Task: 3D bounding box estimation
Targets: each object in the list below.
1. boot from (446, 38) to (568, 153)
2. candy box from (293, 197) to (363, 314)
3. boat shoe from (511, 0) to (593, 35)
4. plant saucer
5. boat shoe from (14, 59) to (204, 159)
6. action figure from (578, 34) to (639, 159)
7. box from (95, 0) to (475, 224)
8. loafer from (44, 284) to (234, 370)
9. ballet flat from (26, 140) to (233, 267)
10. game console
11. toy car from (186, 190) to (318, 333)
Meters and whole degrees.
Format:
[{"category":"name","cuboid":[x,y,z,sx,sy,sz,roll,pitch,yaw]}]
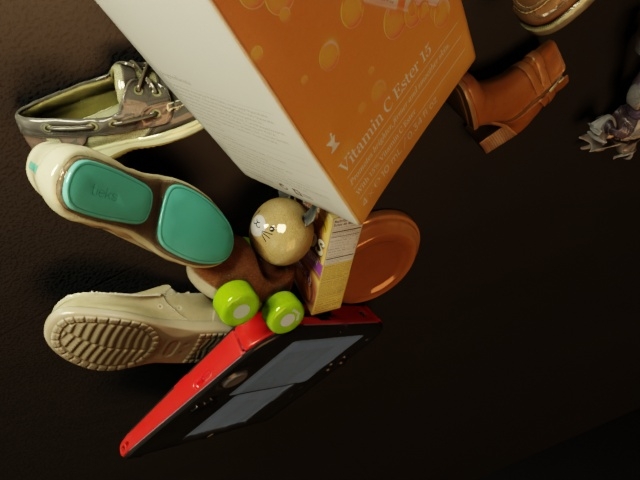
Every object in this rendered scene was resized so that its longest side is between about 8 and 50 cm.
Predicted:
[{"category":"boot","cuboid":[0.248,-0.210,0.793,0.152,0.073,0.197,-40,153,13]},{"category":"candy box","cuboid":[0.000,0.000,0.825,0.053,0.109,0.187,-11,137,-24]},{"category":"boat shoe","cuboid":[0.288,-0.374,0.622,0.104,0.111,0.307,16,112,-39]},{"category":"plant saucer","cuboid":[0.078,0.037,0.974,0.199,0.037,0.200,-18,140,-16]},{"category":"boat shoe","cuboid":[-0.182,-0.136,0.581,0.223,0.080,0.073,-23,146,-3]},{"category":"action figure","cuboid":[0.507,-0.223,0.927,0.185,0.099,0.285,-28,145,-12]},{"category":"box","cuboid":[-0.030,-0.207,0.477,0.215,0.168,0.345,-55,143,-12]},{"category":"loafer","cuboid":[-0.237,0.110,0.800,0.268,0.092,0.102,17,120,-46]},{"category":"ballet flat","cuboid":[-0.186,-0.034,0.608,0.086,0.086,0.248,-39,148,10]},{"category":"game console","cuboid":[-0.087,0.226,0.980,0.342,0.060,0.386,-46,155,17]},{"category":"toy car","cuboid":[-0.067,-0.008,0.749,0.148,0.155,0.188,18,111,-44]}]
